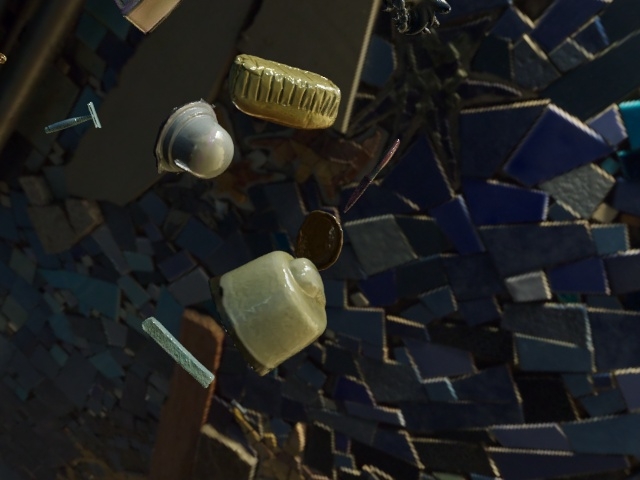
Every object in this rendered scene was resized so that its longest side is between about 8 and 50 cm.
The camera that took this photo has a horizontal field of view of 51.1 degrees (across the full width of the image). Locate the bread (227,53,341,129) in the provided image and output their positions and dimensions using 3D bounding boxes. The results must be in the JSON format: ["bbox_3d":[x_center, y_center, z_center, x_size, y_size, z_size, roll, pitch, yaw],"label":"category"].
[{"bbox_3d":[-0.076,-0.295,1.353,0.140,0.236,0.106,-116,42,-57],"label":"bread"}]

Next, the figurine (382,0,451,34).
[{"bbox_3d":[0.260,-0.720,1.949,0.175,0.265,0.197,-34,11,13],"label":"figurine"}]

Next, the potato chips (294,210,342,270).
[{"bbox_3d":[0.000,0.000,2.052,0.049,0.150,0.202,-44,-29,-57],"label":"potato chips"}]

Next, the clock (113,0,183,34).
[{"bbox_3d":[-0.331,-0.500,1.243,0.147,0.192,0.071,-38,-26,13],"label":"clock"}]

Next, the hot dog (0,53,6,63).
[{"bbox_3d":[-0.869,-0.480,1.715,0.056,0.133,0.041,-59,-18,-58],"label":"hot dog"}]

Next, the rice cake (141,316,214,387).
[{"bbox_3d":[-0.281,0.220,1.319,0.030,0.180,0.042,-45,4,-3],"label":"rice cake"}]

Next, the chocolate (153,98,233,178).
[{"bbox_3d":[-0.297,-0.225,1.649,0.221,0.147,0.221,-32,-36,-27],"label":"chocolate"}]

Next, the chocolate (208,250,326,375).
[{"bbox_3d":[-0.120,0.190,1.927,0.296,0.314,0.326,-27,-10,0],"label":"chocolate"}]

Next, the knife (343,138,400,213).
[{"bbox_3d":[0.130,-0.169,1.739,0.247,0.018,0.035,-52,38,-9],"label":"knife"}]

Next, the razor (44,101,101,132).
[{"bbox_3d":[-0.637,-0.301,1.707,0.134,0.068,0.040,-18,13,-3],"label":"razor"}]
